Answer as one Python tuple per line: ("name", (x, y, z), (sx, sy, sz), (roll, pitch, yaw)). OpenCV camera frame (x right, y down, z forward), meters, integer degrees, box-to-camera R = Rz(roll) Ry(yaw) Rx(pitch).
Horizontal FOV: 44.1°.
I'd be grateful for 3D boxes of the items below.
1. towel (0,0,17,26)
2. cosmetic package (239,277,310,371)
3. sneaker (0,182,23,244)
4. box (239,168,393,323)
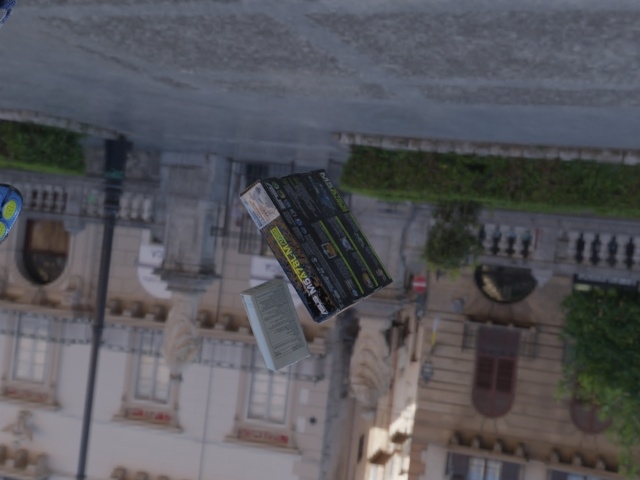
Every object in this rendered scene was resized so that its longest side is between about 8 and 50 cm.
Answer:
("towel", (-0.401, -0.118, 0.671), (0.209, 0.034, 0.285), (-12, -143, 23))
("cosmetic package", (-0.062, 0.115, 1.091), (0.060, 0.115, 0.041), (-21, -170, -25))
("sneaker", (-0.399, -0.018, 0.920), (0.067, 0.078, 0.188), (42, 131, -15))
("box", (0.000, 0.000, 1.025), (0.045, 0.190, 0.184), (-34, 174, 24))
